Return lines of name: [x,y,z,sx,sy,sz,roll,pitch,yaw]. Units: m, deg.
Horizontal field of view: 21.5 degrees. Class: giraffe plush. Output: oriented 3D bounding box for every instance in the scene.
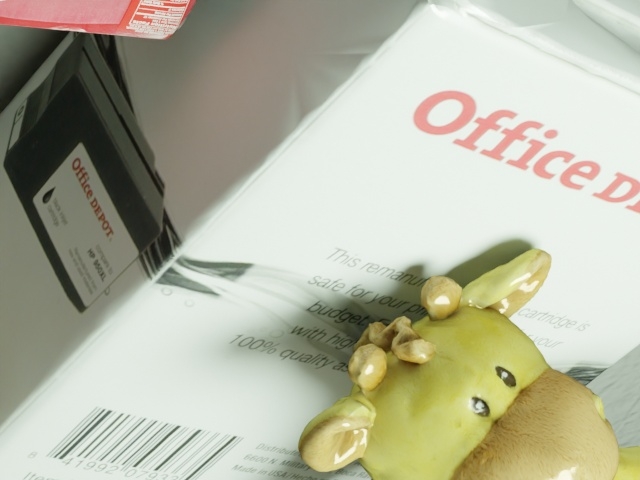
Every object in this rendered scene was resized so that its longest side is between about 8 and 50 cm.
giraffe plush: [0.075,0.097,0.730,0.210,0.181,0.170,9,138,18]

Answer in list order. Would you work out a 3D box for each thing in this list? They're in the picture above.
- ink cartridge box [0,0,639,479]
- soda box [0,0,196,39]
ink cartridge box: [0.000,0.000,0.816,0.285,0.166,0.395,16,132,-41]
soda box: [-0.166,-0.141,0.608,0.263,0.092,0.083,3,138,-29]
